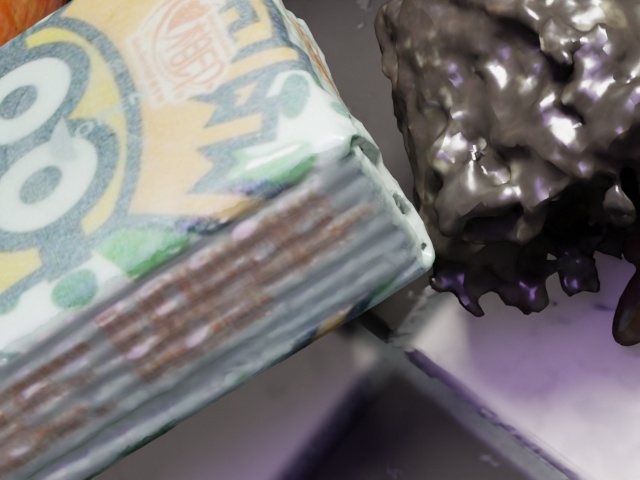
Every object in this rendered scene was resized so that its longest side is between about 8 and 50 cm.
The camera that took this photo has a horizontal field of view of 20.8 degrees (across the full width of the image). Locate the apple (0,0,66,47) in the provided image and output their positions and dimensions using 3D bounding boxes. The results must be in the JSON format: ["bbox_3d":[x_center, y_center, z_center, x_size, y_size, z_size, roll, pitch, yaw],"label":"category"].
[{"bbox_3d":[-0.267,-0.207,1.023,0.293,0.251,0.163,27,83,29],"label":"apple"}]

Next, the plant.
[{"bbox_3d":[0.139,-0.054,0.860,0.178,0.204,0.234,-39,68,44],"label":"plant"}]

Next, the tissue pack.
[{"bbox_3d":[-0.125,-0.003,0.881,0.311,0.128,0.228,-33,42,5],"label":"tissue pack"}]
